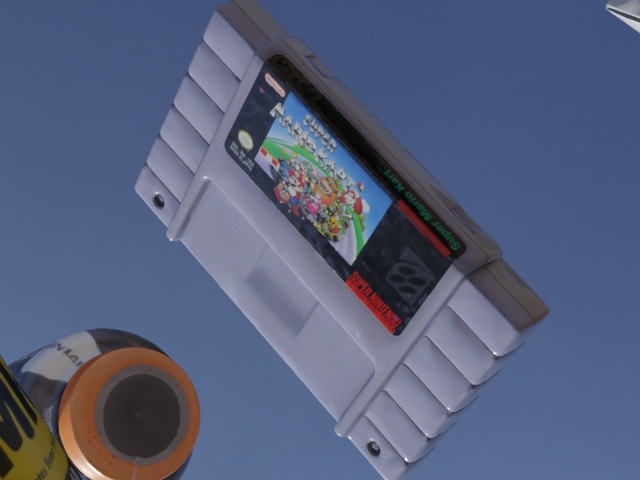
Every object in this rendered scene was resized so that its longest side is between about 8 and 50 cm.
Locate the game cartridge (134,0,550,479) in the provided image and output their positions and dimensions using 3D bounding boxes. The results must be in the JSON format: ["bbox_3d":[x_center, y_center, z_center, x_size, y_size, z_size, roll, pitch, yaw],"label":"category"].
[{"bbox_3d":[0.000,0.000,1.048,0.068,0.230,0.355,-27,-113,-40],"label":"game cartridge"}]

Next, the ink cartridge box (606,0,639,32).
[{"bbox_3d":[0.381,-0.217,1.189,0.176,0.127,0.128,24,-81,-36],"label":"ink cartridge box"}]

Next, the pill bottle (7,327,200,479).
[{"bbox_3d":[-0.168,0.133,0.917,0.130,0.245,0.131,7,-105,-26],"label":"pill bottle"}]

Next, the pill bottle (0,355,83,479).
[{"bbox_3d":[-0.188,0.069,0.533,0.119,0.119,0.209,-38,-66,-23],"label":"pill bottle"}]
